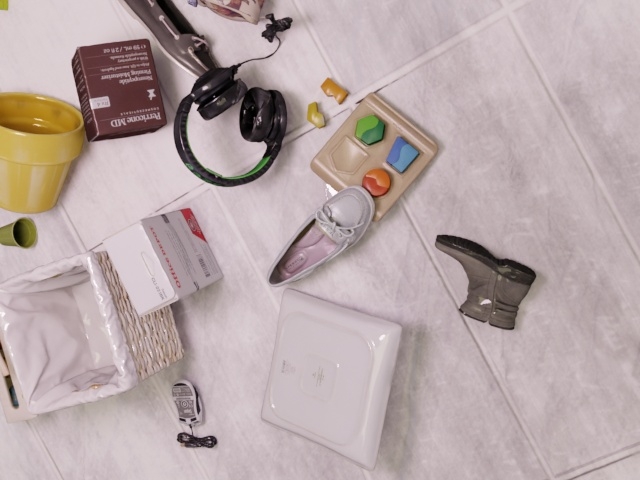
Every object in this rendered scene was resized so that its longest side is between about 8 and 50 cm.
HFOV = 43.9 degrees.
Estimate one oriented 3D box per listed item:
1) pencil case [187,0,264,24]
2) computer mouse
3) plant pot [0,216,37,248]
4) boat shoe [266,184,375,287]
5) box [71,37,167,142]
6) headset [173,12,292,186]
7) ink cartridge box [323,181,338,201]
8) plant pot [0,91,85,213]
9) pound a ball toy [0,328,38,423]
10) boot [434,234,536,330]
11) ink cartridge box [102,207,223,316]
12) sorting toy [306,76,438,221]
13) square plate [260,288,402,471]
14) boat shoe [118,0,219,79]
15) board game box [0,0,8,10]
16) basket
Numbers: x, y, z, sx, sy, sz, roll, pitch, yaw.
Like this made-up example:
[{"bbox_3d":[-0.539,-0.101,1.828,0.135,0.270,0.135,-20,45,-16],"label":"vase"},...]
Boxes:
[{"bbox_3d":[-0.171,-0.701,1.764,0.183,0.160,0.410,22,103,22],"label":"pencil case"},{"bbox_3d":[-0.330,0.439,2.030,0.106,0.042,0.193,-4,102,20],"label":"computer mouse"},{"bbox_3d":[-0.799,-0.016,2.072,0.079,0.083,0.083,-6,96,28],"label":"plant pot"},{"bbox_3d":[-0.003,-0.001,1.823,0.320,0.103,0.118,-40,89,28],"label":"boat shoe"},{"bbox_3d":[-0.474,-0.348,1.858,0.168,0.167,0.203,-14,95,-22],"label":"box"},{"bbox_3d":[-0.169,-0.312,1.776,0.243,0.185,0.394,26,76,-25],"label":"headset"},{"bbox_3d":[0.068,-0.115,1.853,0.115,0.029,0.063,-7,93,16],"label":"ink cartridge box"},{"bbox_3d":[-0.719,-0.206,1.944,0.254,0.254,0.239,23,117,10],"label":"plant pot"},{"bbox_3d":[-0.816,0.311,2.048,0.136,0.208,0.319,-14,95,16],"label":"pound a ball toy"},{"bbox_3d":[0.347,0.099,1.790,0.246,0.083,0.161,26,109,11],"label":"boot"},{"bbox_3d":[-0.363,0.045,1.860,0.114,0.273,0.197,-26,90,16],"label":"ink cartridge box"},{"bbox_3d":[0.084,-0.220,1.809,0.307,0.041,0.229,41,96,9],"label":"sorting toy"},{"bbox_3d":[0.007,0.319,1.851,0.344,0.049,0.347,15,98,34],"label":"square plate"},{"bbox_3d":[-0.341,-0.498,1.863,0.335,0.112,0.095,45,110,8],"label":"boat shoe"},{"bbox_3d":[-0.835,-0.679,1.999,0.092,0.043,0.181,9,100,13],"label":"board game box"},{"bbox_3d":[-0.546,0.206,1.904,0.328,0.266,0.331,-18,88,26],"label":"basket"}]
